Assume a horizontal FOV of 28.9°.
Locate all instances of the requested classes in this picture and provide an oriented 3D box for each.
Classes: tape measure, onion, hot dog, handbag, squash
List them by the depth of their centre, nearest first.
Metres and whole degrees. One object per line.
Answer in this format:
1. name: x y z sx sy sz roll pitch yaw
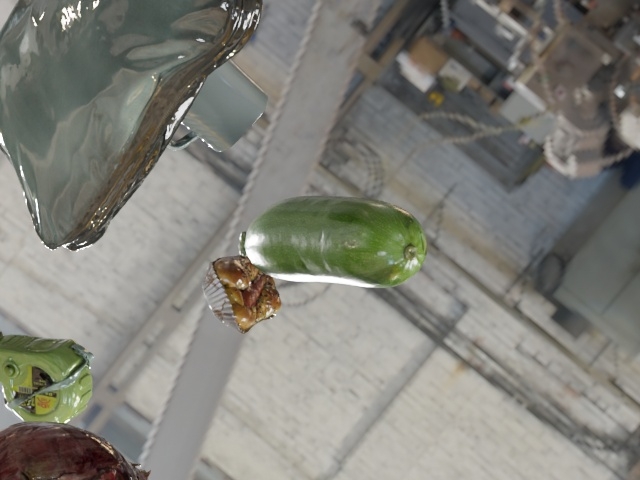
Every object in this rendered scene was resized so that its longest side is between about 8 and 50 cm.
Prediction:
1. handbag: -0.165 -0.147 0.941 0.075 0.332 0.192 -9 -119 -46
2. squash: 0.000 0.000 1.370 0.101 0.101 0.378 36 165 -21
3. onion: -0.338 0.327 1.703 0.283 0.120 0.227 -6 -128 -43
4. hot dog: -0.104 0.067 1.703 0.108 0.059 0.191 67 -165 1
5. tape measure: -0.498 0.251 2.256 0.200 0.175 0.106 0 -165 18

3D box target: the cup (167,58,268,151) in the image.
1. cup: -0.145 -0.160 1.352 0.129 0.128 0.095 40 -175 -37
